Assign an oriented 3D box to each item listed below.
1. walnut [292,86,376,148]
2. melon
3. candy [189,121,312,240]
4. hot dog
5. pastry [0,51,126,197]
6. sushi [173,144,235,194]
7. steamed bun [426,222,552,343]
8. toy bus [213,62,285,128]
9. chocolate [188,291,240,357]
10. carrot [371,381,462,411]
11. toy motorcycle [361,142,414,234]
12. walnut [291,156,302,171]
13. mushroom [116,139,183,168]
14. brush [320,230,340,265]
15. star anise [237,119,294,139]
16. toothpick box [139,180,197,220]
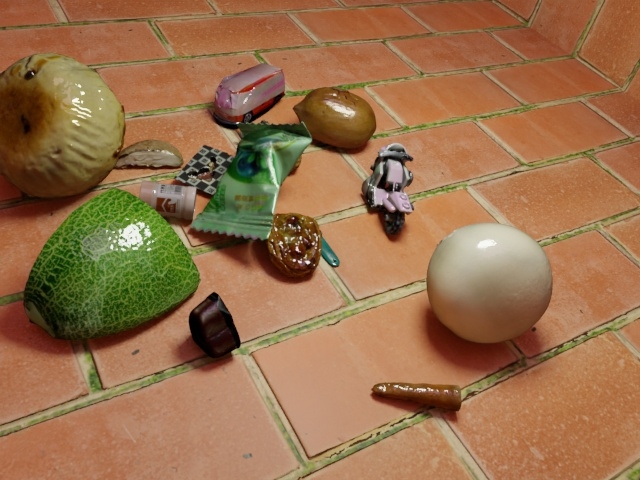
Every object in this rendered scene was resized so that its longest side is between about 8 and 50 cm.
[{"bbox_3d":[0.051,-0.429,2.073,0.298,0.203,0.203,14,42,-12],"label":"walnut"},{"bbox_3d":[-0.506,0.085,1.413,0.331,0.226,0.343,57,41,-17],"label":"melon"},{"bbox_3d":[-0.196,-0.170,1.712,0.263,0.172,0.398,-2,49,32],"label":"candy"},{"bbox_3d":[-0.079,0.002,1.664,0.160,0.099,0.227,-7,50,-17],"label":"hot dog"},{"bbox_3d":[-0.713,-0.304,1.639,0.388,0.312,0.388,-2,80,14],"label":"pastry"},{"bbox_3d":[-0.346,-0.214,1.864,0.139,0.031,0.201,22,47,8],"label":"sushi"},{"bbox_3d":[0.432,0.114,1.520,0.324,0.324,0.206,5,17,-10],"label":"steamed bun"},{"bbox_3d":[-0.253,-0.519,2.128,0.127,0.147,0.303,27,43,21],"label":"toy bus"},{"bbox_3d":[-0.263,0.200,1.390,0.080,0.148,0.125,-31,22,-37],"label":"chocolate"},{"bbox_3d":[0.223,0.359,1.408,0.210,0.061,0.061,7,43,-2],"label":"carrot"},{"bbox_3d":[0.221,-0.177,1.861,0.143,0.188,0.327,8,43,-16],"label":"toy motorcycle"},{"bbox_3d":[-0.117,-0.267,1.932,0.124,0.105,0.105,-8,47,-31],"label":"walnut"},{"bbox_3d":[-0.529,-0.267,1.840,0.210,0.072,0.094,-2,37,-17],"label":"mushroom"},{"bbox_3d":[0.000,0.000,1.732,0.043,0.032,0.193,-16,50,-29],"label":"brush"},{"bbox_3d":[-0.162,-0.353,1.991,0.262,0.081,0.230,12,20,33],"label":"star anise"},{"bbox_3d":[-0.427,-0.112,1.685,0.149,0.098,0.098,6,44,-10],"label":"toothpick box"}]
